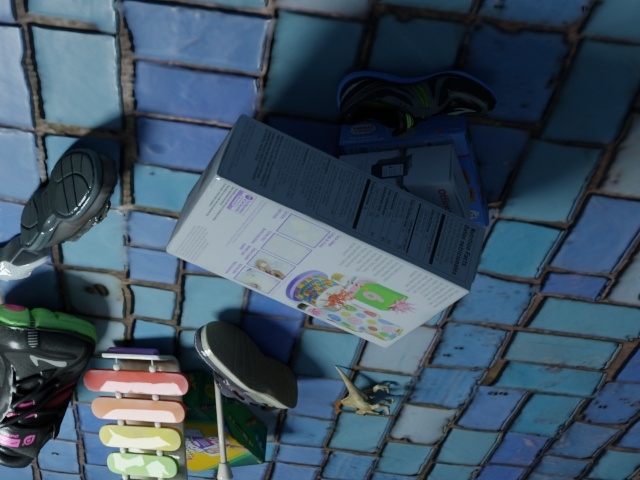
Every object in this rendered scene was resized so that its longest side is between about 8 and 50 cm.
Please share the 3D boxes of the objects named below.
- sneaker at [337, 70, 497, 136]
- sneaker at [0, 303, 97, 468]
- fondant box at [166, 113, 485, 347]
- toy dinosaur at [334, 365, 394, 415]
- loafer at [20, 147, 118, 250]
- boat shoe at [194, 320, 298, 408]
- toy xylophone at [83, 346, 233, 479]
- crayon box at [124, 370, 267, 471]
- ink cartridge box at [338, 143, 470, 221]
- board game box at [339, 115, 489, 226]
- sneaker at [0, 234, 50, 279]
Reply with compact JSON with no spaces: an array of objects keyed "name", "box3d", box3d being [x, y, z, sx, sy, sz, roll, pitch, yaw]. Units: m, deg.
[{"name":"sneaker","box3d":[0.113,-0.156,1.350,0.188,0.078,0.067,1,148,4]},{"name":"sneaker","box3d":[-0.492,0.259,1.964,0.185,0.202,0.483,9,148,-9]},{"name":"fondant box","box3d":[0.000,0.000,1.420,0.330,0.096,0.238,25,151,-12]},{"name":"toy dinosaur","box3d":[0.081,0.289,2.082,0.092,0.053,0.183,-4,147,15]},{"name":"loafer","box3d":[-0.330,-0.057,1.571,0.084,0.096,0.267,2,161,-35]},{"name":"boat shoe","box3d":[-0.140,0.226,1.967,0.092,0.103,0.285,-18,148,23]},{"name":"toy xylophone","box3d":[-0.282,0.333,2.019,0.236,0.323,0.081,-8,-173,21]},{"name":"crayon box","box3d":[-0.235,0.349,2.187,0.165,0.081,0.278,-11,145,22]},{"name":"ink cartridge box","box3d":[0.107,-0.059,1.442,0.150,0.063,0.109,-5,145,19]},{"name":"board game box","box3d":[0.127,-0.082,1.503,0.160,0.039,0.211,-4,145,14]},{"name":"sneaker","box3d":[-0.457,0.029,1.744,0.152,0.054,0.061,-13,154,35]}]
